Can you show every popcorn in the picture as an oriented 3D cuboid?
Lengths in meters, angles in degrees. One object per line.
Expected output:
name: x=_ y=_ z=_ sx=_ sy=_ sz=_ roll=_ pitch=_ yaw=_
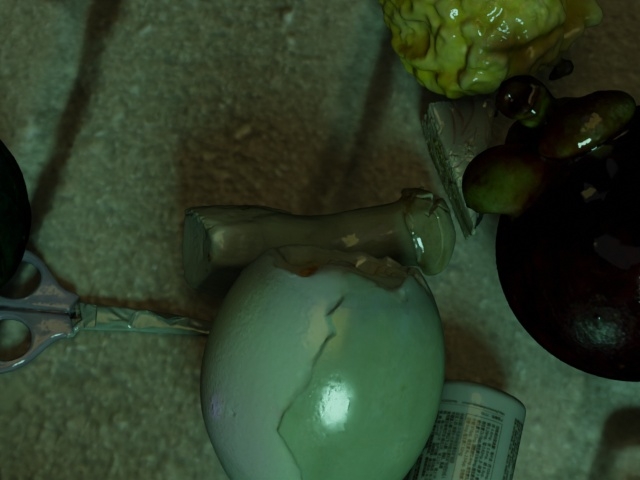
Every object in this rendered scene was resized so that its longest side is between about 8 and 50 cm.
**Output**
popcorn: x=0.139 y=-0.196 z=1.164 sx=0.170 sy=0.180 sz=0.180 roll=46 pitch=70 yaw=-29

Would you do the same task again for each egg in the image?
egg: x=-0.001 y=0.115 z=1.030 sx=0.183 sy=0.183 sz=0.217 roll=9 pitch=100 yaw=3

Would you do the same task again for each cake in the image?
cake: x=0.116 y=-0.059 z=1.169 sx=0.065 sy=0.052 sz=0.121 roll=8 pitch=70 yaw=-4

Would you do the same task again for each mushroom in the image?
mushroom: x=0.001 y=0.003 z=1.125 sx=0.223 sy=0.092 sz=0.081 roll=-2 pitch=50 yaw=-10

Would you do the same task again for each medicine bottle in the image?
medicine bottle: x=0.107 y=0.184 z=1.062 sx=0.079 sy=0.079 sz=0.140 roll=13 pitch=70 yaw=4

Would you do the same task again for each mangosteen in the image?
mangosteen: x=0.225 y=-0.022 z=1.053 sx=0.228 sy=0.228 sz=0.265 roll=-42 pitch=99 yaw=-15

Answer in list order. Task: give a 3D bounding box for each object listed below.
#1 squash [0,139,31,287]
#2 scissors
squash: x=-0.329 y=-0.014 z=1.066 sx=0.218 sy=0.172 sz=0.218 roll=4 pitch=44 yaw=-4
scissors: x=-0.189 y=0.062 z=1.134 sx=0.212 sy=0.021 sz=0.110 roll=5 pitch=71 yaw=3
